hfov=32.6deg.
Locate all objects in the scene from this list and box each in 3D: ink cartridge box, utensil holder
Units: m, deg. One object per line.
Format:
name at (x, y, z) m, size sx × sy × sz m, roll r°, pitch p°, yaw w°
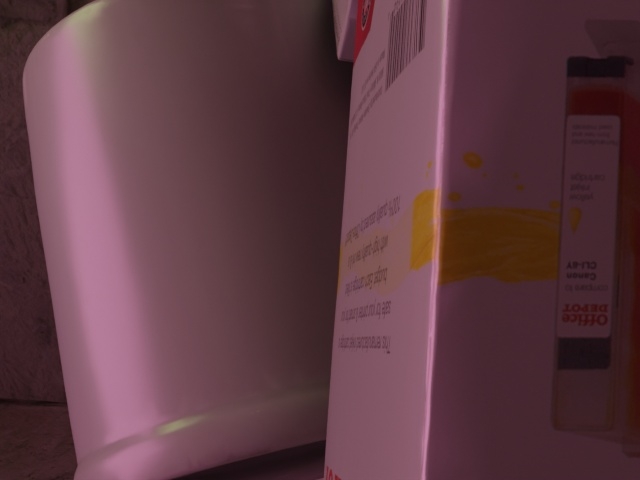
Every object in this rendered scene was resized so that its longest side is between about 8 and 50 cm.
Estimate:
ink cartridge box at (0.102, -0.005, 0.558) m, size 0.279 × 0.160 × 0.385 m, roll 145°, pitch 130°, yaw -82°
utensil holder at (-0.079, 0.013, 0.950) m, size 0.327 × 0.327 × 0.385 m, roll 113°, pitch 144°, yaw -69°

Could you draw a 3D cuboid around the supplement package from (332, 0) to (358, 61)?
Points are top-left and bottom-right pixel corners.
supplement package at (0.096, -0.265, 0.852) m, size 0.194 × 0.149 × 0.203 m, roll -93°, pitch 12°, yaw -51°
